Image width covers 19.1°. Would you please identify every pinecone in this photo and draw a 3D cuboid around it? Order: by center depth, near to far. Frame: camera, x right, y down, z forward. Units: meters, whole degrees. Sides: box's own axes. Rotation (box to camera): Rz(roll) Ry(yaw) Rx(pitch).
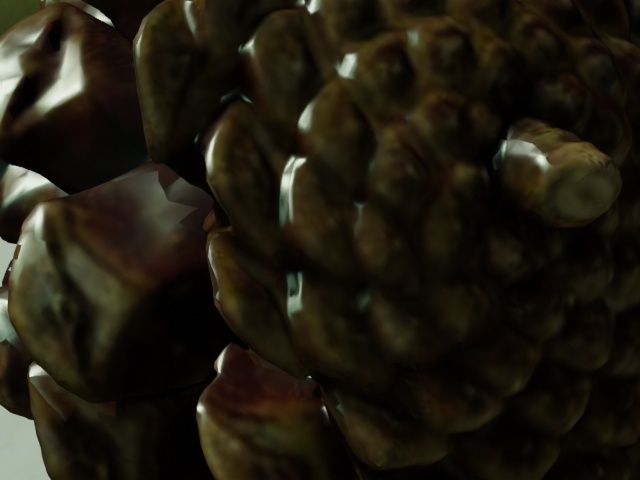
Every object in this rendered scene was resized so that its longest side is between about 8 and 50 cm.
[{"bbox_3d":[0.000,0.000,0.473,0.208,0.208,0.207,-25,33,17],"label":"pinecone"}]

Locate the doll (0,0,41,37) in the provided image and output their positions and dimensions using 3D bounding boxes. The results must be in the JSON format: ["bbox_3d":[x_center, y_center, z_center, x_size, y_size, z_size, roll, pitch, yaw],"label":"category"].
[{"bbox_3d":[-0.156,-0.165,0.869,0.177,0.161,0.260,-28,34,16],"label":"doll"}]
